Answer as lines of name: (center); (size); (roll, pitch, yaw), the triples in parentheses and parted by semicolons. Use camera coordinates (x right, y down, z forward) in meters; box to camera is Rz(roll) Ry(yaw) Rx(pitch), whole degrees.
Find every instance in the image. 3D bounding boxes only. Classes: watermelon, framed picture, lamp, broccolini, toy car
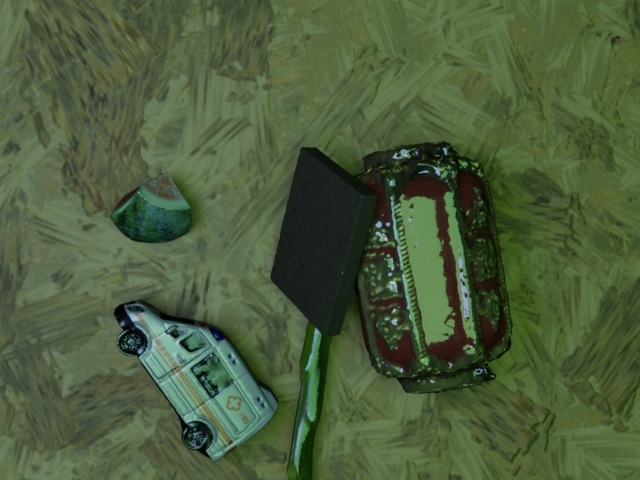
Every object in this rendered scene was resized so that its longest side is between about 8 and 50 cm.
watermelon: (-0.187, -0.037, 1.012); (0.092, 0.084, 0.072); (30, 62, -38)
framed picture: (0.000, 0.000, 0.960); (0.023, 0.128, 0.168); (-4, 120, -34)
lamp: (0.115, 0.030, 0.976); (0.177, 0.177, 0.274); (-10, 91, -3)
broccolini: (0.001, 0.282, 1.021); (0.079, 0.074, 0.392); (6, 87, 38)
toy car: (-0.142, 0.141, 0.996); (0.108, 0.089, 0.209); (-35, 93, -3)
